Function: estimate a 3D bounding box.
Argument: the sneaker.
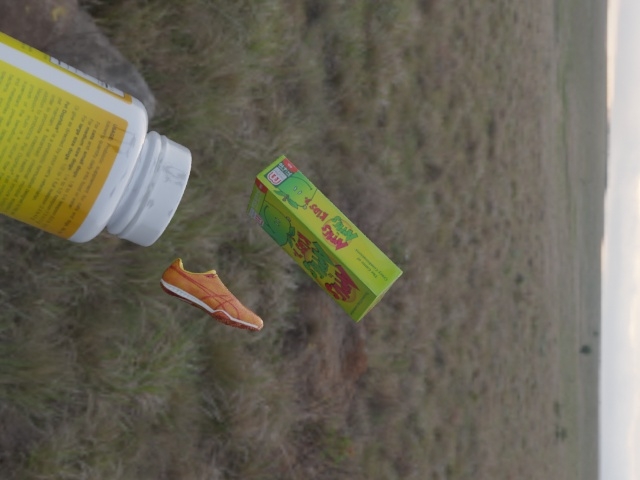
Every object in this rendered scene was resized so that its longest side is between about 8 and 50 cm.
[{"bbox_3d":[-0.162,0.084,1.286,0.067,0.175,0.064,-60,180,-16],"label":"sneaker"}]

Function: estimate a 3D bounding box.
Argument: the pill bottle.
[{"bbox_3d":[-0.206,-0.073,0.596,0.215,0.117,0.117,25,59,-25],"label":"pill bottle"}]

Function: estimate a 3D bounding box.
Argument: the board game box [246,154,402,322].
[{"bbox_3d":[0.000,0.000,0.917,0.043,0.181,0.092,-41,171,-25],"label":"board game box"}]
